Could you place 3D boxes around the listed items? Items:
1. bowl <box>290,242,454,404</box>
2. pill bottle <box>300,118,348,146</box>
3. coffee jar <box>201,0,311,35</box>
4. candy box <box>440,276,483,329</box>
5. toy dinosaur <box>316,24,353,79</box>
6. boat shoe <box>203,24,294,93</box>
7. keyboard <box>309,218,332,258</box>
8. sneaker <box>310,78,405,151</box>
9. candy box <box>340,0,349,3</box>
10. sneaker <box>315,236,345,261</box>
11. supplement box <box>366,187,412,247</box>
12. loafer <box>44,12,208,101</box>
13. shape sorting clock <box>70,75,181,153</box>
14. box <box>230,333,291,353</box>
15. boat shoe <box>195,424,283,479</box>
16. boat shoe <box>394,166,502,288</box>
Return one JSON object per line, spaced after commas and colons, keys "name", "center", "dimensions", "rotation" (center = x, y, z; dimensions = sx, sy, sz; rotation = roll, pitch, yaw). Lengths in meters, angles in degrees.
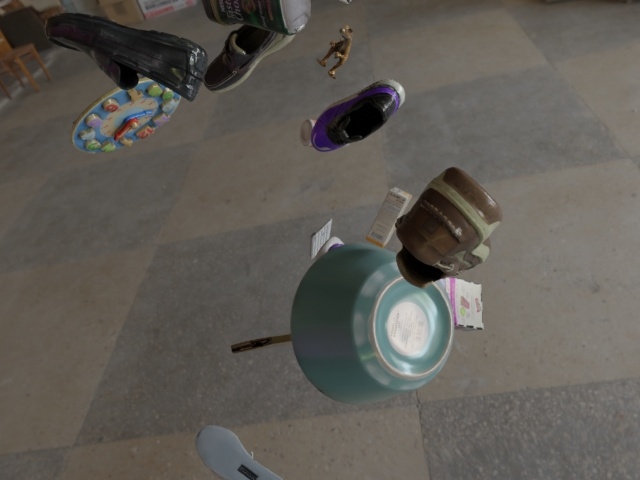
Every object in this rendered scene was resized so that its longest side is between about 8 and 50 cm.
{"name": "bowl", "center": [0.120, 0.150, 0.962], "dimensions": [0.311, 0.311, 0.163], "rotation": [-41, 14, -28]}
{"name": "pill bottle", "center": [0.019, -0.334, 1.685], "dimensions": [0.152, 0.086, 0.086], "rotation": [-1, 26, -31]}
{"name": "coffee jar", "center": [-0.110, -0.390, 0.854], "dimensions": [0.184, 0.096, 0.079], "rotation": [21, 52, 30]}
{"name": "candy box", "center": [0.434, 0.207, 1.758], "dimensions": [0.071, 0.233, 0.159], "rotation": [-20, 61, 51]}
{"name": "toy dinosaur", "center": [0.048, -0.444, 1.265], "dimensions": [0.112, 0.064, 0.211], "rotation": [-49, 9, 1]}
{"name": "boat shoe", "center": [-0.190, -0.467, 1.299], "dimensions": [0.285, 0.092, 0.103], "rotation": [-28, 76, 22]}
{"name": "keyboard", "center": [0.000, 0.000, 1.472], "dimensions": [0.072, 0.256, 0.014], "rotation": [-39, 80, -10]}
{"name": "sneaker", "center": [0.065, -0.288, 1.326], "dimensions": [0.293, 0.102, 0.146], "rotation": [-26, 25, 41]}
{"name": "candy box", "center": [0.067, -0.595, 1.082], "dimensions": [0.070, 0.196, 0.165], "rotation": [21, 27, -4]}
{"name": "sneaker", "center": [0.070, 0.101, 1.179], "dimensions": [0.104, 0.236, 0.095], "rotation": [20, 56, 36]}
{"name": "supplement box", "center": [0.121, -0.042, 0.946], "dimensions": [0.036, 0.098, 0.062], "rotation": [28, 16, 11]}
{"name": "loafer", "center": [-0.254, -0.235, 0.684], "dimensions": [0.223, 0.078, 0.076], "rotation": [16, 6, 8]}
{"name": "shape sorting clock", "center": [-0.331, -0.212, 0.923], "dimensions": [0.206, 0.040, 0.206], "rotation": [-34, 1, 1]}
{"name": "box", "center": [-0.068, 0.215, 1.162], "dimensions": [0.201, 0.021, 0.164], "rotation": [0, -16, -40]}
{"name": "boat shoe", "center": [-0.213, 0.621, 1.437], "dimensions": [0.306, 0.105, 0.113], "rotation": [26, 48, 19]}
{"name": "boat shoe", "center": [0.116, 0.001, 0.557], "dimensions": [0.095, 0.257, 0.095], "rotation": [-44, 72, 1]}
